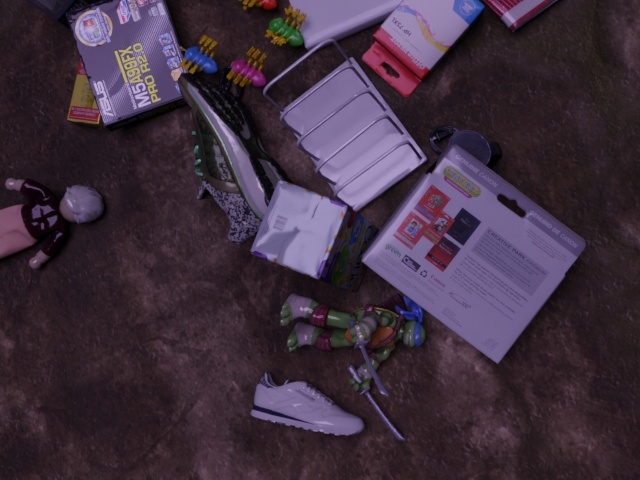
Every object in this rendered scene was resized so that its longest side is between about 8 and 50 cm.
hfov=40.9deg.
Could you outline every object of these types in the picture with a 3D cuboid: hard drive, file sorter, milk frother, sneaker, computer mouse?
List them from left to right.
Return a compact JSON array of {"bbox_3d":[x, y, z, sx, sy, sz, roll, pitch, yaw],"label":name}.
[{"bbox_3d":[-0.213,-0.165,1.751,0.182,0.158,0.410,-39,68,22],"label":"sneaker"},{"bbox_3d":[-0.216,-0.263,1.859,0.071,0.041,0.242,14,79,9],"label":"computer mouse"},{"bbox_3d":[-0.023,0.326,1.691,0.235,0.090,0.094,10,76,16],"label":"sneaker"},{"bbox_3d":[0.045,-0.225,1.702,0.193,0.173,0.277,-36,74,9],"label":"file sorter"},{"bbox_3d":[0.099,-0.569,1.801,0.353,0.047,0.233,-21,77,12],"label":"hard drive"},{"bbox_3d":[0.260,-0.175,1.649,0.129,0.135,0.143,-31,77,-24],"label":"milk frother"}]

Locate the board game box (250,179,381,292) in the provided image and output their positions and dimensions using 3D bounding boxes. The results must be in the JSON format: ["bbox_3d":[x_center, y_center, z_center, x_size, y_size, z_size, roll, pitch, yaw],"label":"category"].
[{"bbox_3d":[0.000,0.000,1.627,0.142,0.275,0.144,21,88,18],"label":"board game box"}]

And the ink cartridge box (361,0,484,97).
[{"bbox_3d":[0.200,-0.413,1.709,0.134,0.078,0.231,41,100,2],"label":"ink cartridge box"}]

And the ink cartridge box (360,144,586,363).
[{"bbox_3d":[0.276,0.020,1.577,0.309,0.130,0.272,38,94,0],"label":"ink cartridge box"}]

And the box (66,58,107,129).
[{"bbox_3d":[-0.502,-0.372,1.943,0.087,0.058,0.232,10,85,16],"label":"box"}]

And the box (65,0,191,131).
[{"bbox_3d":[-0.407,-0.401,1.877,0.216,0.060,0.270,-19,85,-2],"label":"box"}]

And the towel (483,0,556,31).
[{"bbox_3d":[0.370,-0.602,1.703,0.237,0.037,0.329,-36,77,0],"label":"towel"}]

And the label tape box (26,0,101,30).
[{"bbox_3d":[-0.533,-0.654,1.897,0.106,0.240,0.333,43,95,18],"label":"label tape box"}]

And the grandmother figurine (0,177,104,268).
[{"bbox_3d":[-0.646,-0.045,1.925,0.342,0.104,0.207,-17,105,11],"label":"grandmother figurine"}]

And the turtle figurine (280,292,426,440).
[{"bbox_3d":[0.050,0.213,1.626,0.266,0.198,0.274,11,82,21],"label":"turtle figurine"}]

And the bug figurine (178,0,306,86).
[{"bbox_3d":[-0.157,-0.425,1.811,0.216,0.072,0.279,38,82,24],"label":"bug figurine"}]
